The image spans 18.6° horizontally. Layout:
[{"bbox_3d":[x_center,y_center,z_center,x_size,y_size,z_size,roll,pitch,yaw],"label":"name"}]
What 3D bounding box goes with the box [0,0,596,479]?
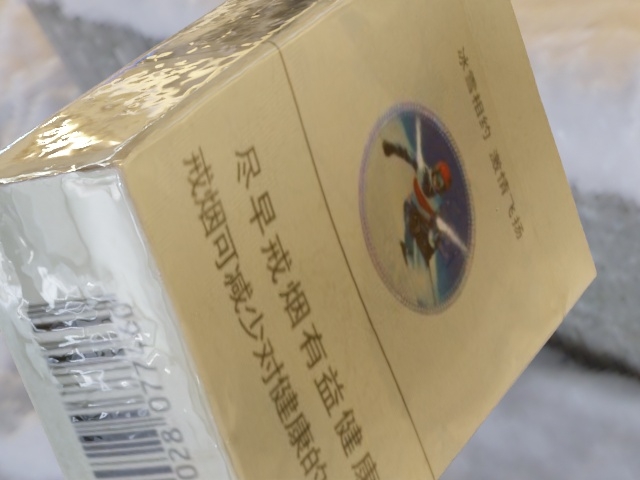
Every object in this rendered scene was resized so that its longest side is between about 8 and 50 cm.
[{"bbox_3d":[0.000,0.000,0.665,0.069,0.164,0.256,-8,21,33],"label":"box"}]
